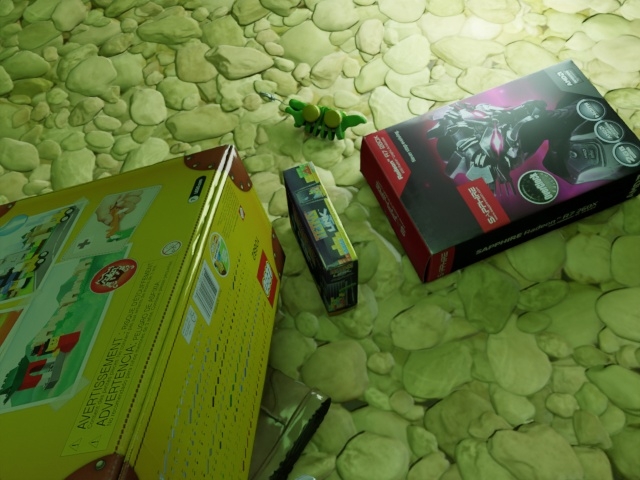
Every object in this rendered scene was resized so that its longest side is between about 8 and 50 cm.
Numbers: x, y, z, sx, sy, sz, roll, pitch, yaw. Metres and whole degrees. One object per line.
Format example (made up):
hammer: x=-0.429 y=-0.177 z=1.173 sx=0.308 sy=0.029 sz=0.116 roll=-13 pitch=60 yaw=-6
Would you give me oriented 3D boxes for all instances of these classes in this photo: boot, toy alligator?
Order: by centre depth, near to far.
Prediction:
boot: x=-0.154 y=0.222 z=0.886 sx=0.269 sy=0.089 sz=0.236 roll=27 pitch=57 yaw=20
toy alligator: x=-0.018 y=-0.199 z=1.143 sx=0.189 sy=0.056 sz=0.051 roll=16 pitch=102 yaw=13

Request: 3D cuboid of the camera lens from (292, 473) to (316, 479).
camera lens: x=-0.078 y=0.388 z=0.670 sx=0.274 sy=0.219 sz=0.219 roll=-28 pitch=61 yaw=-20

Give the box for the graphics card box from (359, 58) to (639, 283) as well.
graphics card box: x=0.271 y=-0.111 z=1.043 sx=0.371 sy=0.094 sz=0.233 roll=-20 pitch=60 yaw=-9

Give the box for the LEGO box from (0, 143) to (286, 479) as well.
LEGO box: x=-0.263 y=0.143 z=0.721 sx=0.372 sy=0.193 sz=0.500 roll=-13 pitch=36 yaw=15

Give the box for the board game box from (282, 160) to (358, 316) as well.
board game box: x=0.000 y=0.000 z=0.968 sx=0.048 sy=0.141 sz=0.170 roll=-20 pitch=59 yaw=-8
